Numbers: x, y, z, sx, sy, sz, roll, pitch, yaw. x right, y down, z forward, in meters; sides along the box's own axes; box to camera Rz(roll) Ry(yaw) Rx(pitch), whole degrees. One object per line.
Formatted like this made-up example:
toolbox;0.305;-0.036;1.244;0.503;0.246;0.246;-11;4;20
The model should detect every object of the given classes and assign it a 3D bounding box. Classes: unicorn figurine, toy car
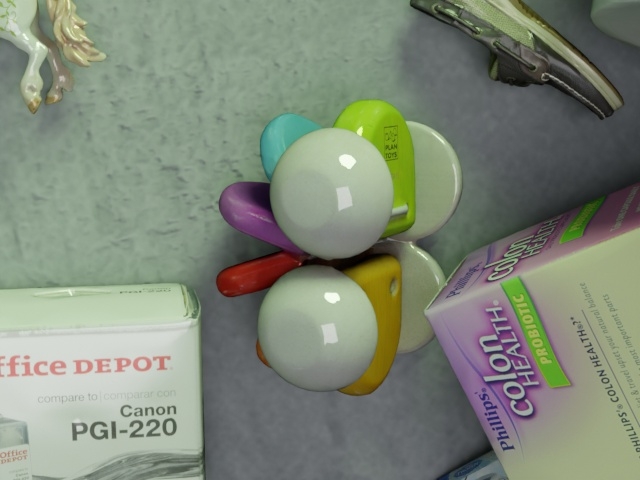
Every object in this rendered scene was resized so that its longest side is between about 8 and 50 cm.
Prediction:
unicorn figurine;-0.221;-0.119;0.891;0.162;0.060;0.111;-24;104;-19
toy car;0.000;0.000;0.911;0.136;0.159;0.182;12;103;27

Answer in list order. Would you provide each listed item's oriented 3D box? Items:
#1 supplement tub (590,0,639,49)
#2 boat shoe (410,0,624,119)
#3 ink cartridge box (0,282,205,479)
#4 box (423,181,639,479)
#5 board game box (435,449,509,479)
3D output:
supplement tub;0.278;-0.265;0.802;0.241;0.241;0.331;12;89;-10
boat shoe;0.123;-0.122;0.936;0.152;0.056;0.049;39;100;-4
ink cartridge box;-0.152;0.143;0.934;0.158;0.092;0.218;-3;101;-7
box;0.223;0.074;0.869;0.243;0.117;0.213;-24;98;25
board game box;0.136;0.181;1.003;0.090;0.020;0.090;-31;106;21
